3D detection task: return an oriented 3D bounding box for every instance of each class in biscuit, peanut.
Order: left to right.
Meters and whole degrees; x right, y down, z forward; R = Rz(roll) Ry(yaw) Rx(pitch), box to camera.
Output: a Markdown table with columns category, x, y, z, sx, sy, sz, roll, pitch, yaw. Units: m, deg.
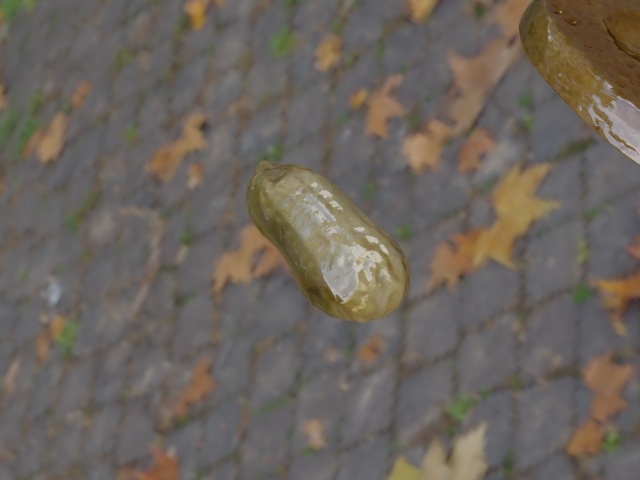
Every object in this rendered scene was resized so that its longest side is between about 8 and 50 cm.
| category | x | y | z | sx | sy | sz | roll | pitch | yaw |
| --- | --- | --- | --- | --- | --- | --- | --- | --- | --- |
| peanut | 0.000 | 0.000 | 2.029 | 0.110 | 0.120 | 0.236 | -48 | 58 | 3 |
| biscuit | 0.332 | -0.109 | 1.572 | 0.314 | 0.367 | 0.063 | 52 | 126 | 31 |
